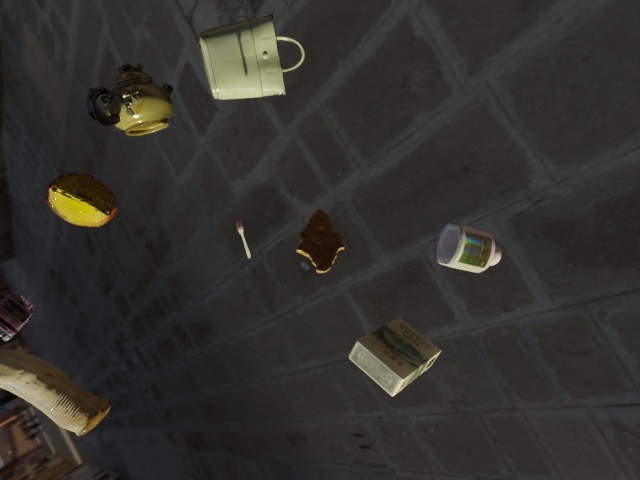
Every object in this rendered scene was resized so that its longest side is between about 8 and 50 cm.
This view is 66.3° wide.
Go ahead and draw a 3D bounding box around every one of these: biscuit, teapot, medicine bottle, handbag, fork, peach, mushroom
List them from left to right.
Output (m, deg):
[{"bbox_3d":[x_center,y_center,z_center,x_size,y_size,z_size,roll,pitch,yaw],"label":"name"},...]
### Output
[{"bbox_3d":[-0.693,0.366,1.211,0.351,0.123,0.095,37,141,-22],"label":"mushroom"},{"bbox_3d":[-0.564,-0.100,1.179,0.172,0.093,0.127,9,135,7],"label":"peach"},{"bbox_3d":[-0.507,-0.387,1.326,0.173,0.269,0.183,-10,98,41],"label":"teapot"},{"bbox_3d":[-0.209,-0.003,1.336,0.012,0.016,0.116,-90,-13,-73],"label":"fork"},{"bbox_3d":[-0.207,-0.566,1.530,0.109,0.314,0.242,-140,39,-75],"label":"handbag"},{"bbox_3d":[0.000,0.000,1.644,0.035,0.162,0.251,113,160,-56],"label":"biscuit"},{"bbox_3d":[0.408,0.025,1.324,0.078,0.219,0.115,15,93,50],"label":"medicine bottle"}]

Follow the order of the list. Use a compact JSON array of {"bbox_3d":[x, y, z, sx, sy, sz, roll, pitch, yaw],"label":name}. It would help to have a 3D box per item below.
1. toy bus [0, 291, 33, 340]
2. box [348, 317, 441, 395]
[{"bbox_3d":[-0.771,0.177,1.199,0.178,0.098,0.087,-4,131,51],"label":"toy bus"},{"bbox_3d":[0.218,0.324,1.406,0.164,0.256,0.069,37,117,26],"label":"box"}]
